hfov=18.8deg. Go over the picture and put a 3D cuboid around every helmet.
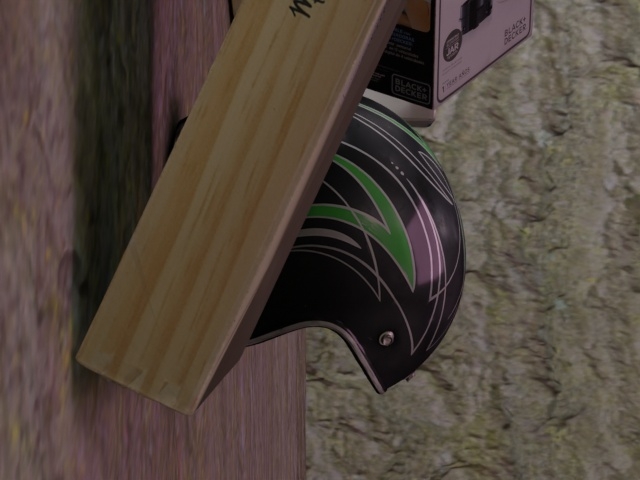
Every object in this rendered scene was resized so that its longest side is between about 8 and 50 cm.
[{"bbox_3d":[0.000,0.000,1.072,0.169,0.162,0.169,1,90,-88],"label":"helmet"}]

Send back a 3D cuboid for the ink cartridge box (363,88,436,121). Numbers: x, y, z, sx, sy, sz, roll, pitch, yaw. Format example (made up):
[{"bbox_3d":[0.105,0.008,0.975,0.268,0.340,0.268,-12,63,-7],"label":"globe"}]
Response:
[{"bbox_3d":[0.024,-0.224,1.786,0.171,0.168,0.232,-12,103,-88],"label":"ink cartridge box"}]

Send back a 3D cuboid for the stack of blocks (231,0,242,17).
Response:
[{"bbox_3d":[-0.024,-0.272,1.456,0.297,0.087,0.171,88,3,-62],"label":"stack of blocks"}]

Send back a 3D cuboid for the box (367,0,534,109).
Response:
[{"bbox_3d":[0.102,-0.274,1.559,0.169,0.087,0.290,-39,140,-42],"label":"box"}]

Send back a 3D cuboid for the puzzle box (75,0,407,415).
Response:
[{"bbox_3d":[0.019,-0.130,0.835,0.272,0.052,0.409,-2,117,-88],"label":"puzzle box"}]
